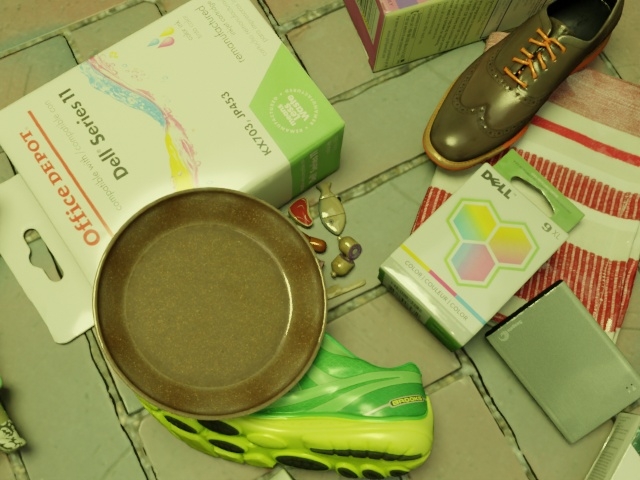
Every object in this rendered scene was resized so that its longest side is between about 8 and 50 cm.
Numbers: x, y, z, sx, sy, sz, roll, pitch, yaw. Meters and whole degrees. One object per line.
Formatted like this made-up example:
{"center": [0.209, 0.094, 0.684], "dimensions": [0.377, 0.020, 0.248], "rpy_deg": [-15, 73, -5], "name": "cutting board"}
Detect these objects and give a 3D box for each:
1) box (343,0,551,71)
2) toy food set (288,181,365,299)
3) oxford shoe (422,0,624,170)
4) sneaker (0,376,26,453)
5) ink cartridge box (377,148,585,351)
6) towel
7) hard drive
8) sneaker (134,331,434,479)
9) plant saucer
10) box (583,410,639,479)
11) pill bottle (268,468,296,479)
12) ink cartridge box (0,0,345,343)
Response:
{"center": [0.139, -0.344, 0.747], "dimensions": [0.243, 0.117, 0.213], "rpy_deg": [-18, 76, -7], "name": "box"}
{"center": [0.000, 0.000, 0.696], "dimensions": [0.078, 0.019, 0.122], "rpy_deg": [-22, 76, -8], "name": "toy food set"}
{"center": [0.210, -0.184, 0.680], "dimensions": [0.097, 0.098, 0.271], "rpy_deg": [43, 80, 11], "name": "oxford shoe"}
{"center": [-0.359, 0.141, 0.604], "dimensions": [0.182, 0.158, 0.410], "rpy_deg": [17, 75, -20], "name": "sneaker"}
{"center": [0.168, -0.001, 0.651], "dimensions": [0.209, 0.062, 0.109], "rpy_deg": [-43, 77, -10], "name": "ink cartridge box"}
{"center": [0.246, -0.057, 0.713], "dimensions": [0.237, 0.037, 0.329], "rpy_deg": [22, 75, 5], "name": "towel"}
{"center": [0.243, 0.119, 0.647], "dimensions": [0.094, 0.022, 0.135], "rpy_deg": [-39, 88, 8], "name": "hard drive"}
{"center": [-0.040, 0.145, 0.626], "dimensions": [0.296, 0.109, 0.123], "rpy_deg": [10, 47, 5], "name": "sneaker"}
{"center": [-0.093, 0.053, 0.563], "dimensions": [0.199, 0.036, 0.198], "rpy_deg": [5, 75, -19], "name": "plant saucer"}
{"center": [0.367, 0.341, 0.583], "dimensions": [0.322, 0.058, 0.232], "rpy_deg": [31, 83, 5], "name": "box"}
{"center": [-0.086, 0.303, 0.558], "dimensions": [0.215, 0.117, 0.117], "rpy_deg": [-40, 79, -12], "name": "pill bottle"}
{"center": [-0.176, -0.077, 0.659], "dimensions": [0.353, 0.119, 0.207], "rpy_deg": [-35, 80, -10], "name": "ink cartridge box"}
